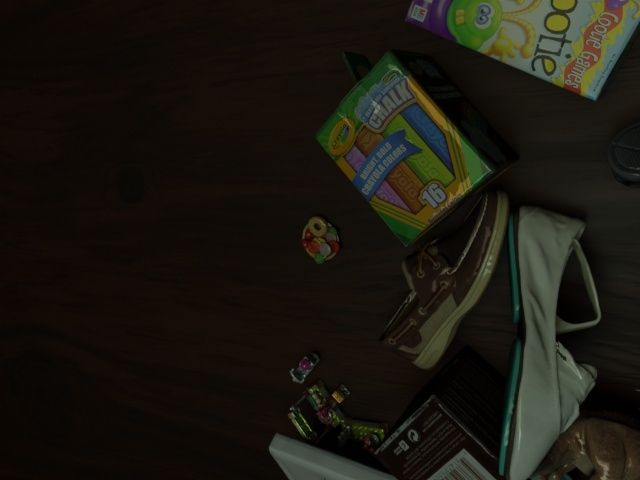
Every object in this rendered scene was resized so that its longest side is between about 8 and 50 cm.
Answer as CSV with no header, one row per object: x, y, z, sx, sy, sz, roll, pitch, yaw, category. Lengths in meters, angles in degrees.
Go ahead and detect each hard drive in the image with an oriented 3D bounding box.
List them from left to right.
0.089,0.489,1.089,0.352,0.047,0.233,11,141,27,hard drive

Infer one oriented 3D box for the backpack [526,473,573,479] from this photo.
0.359,0.445,0.905,0.152,0.115,0.182,91,168,-59,backpack

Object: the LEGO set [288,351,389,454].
0.042,0.358,1.107,0.287,0.107,0.132,35,118,18,LEGO set

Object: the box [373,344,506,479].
0.227,0.317,0.933,0.167,0.203,0.169,42,119,13,box

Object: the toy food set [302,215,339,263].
0.000,0.000,1.084,0.082,0.020,0.083,44,120,12,toy food set

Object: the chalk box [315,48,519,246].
0.128,-0.168,0.873,0.289,0.180,0.179,51,121,10,chalk box

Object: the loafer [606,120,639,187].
0.531,-0.134,0.718,0.302,0.095,0.109,-13,67,27,loafer

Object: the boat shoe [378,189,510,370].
0.190,0.060,0.920,0.123,0.123,0.342,22,122,2,boat shoe

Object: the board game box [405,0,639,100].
0.282,-0.311,0.765,0.275,0.142,0.145,31,117,19,board game box

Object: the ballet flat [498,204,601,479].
0.324,0.137,0.795,0.139,0.139,0.401,-3,69,30,ballet flat

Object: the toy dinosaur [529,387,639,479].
0.434,0.293,0.810,0.295,0.127,0.201,10,95,-1,toy dinosaur
